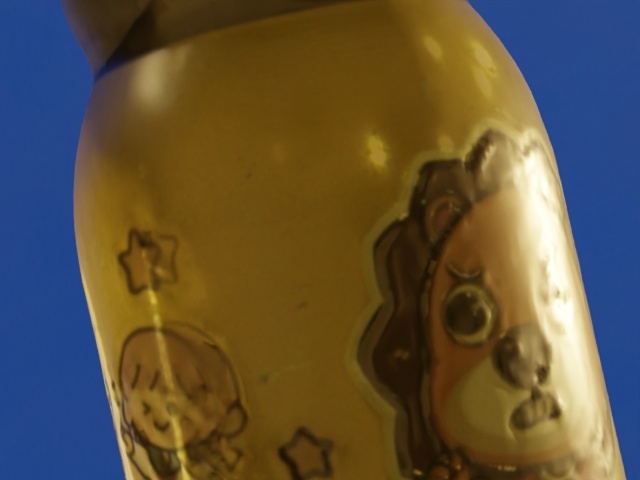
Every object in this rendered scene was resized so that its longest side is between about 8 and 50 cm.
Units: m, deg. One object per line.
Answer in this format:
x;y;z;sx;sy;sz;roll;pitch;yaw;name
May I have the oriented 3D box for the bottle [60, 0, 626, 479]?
0.000;0.000;0.460;0.172;0.171;0.351;-13;-89;-11;bottle
